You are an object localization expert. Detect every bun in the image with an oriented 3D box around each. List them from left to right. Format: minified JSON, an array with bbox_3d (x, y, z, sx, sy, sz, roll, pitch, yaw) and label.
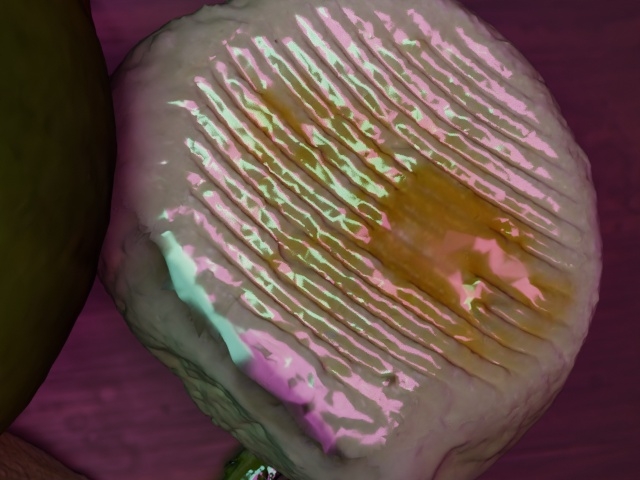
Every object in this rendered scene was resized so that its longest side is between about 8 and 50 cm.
[{"bbox_3d":[0.000,0.000,0.642,0.244,0.153,0.244,7,70,-19],"label":"bun"}]

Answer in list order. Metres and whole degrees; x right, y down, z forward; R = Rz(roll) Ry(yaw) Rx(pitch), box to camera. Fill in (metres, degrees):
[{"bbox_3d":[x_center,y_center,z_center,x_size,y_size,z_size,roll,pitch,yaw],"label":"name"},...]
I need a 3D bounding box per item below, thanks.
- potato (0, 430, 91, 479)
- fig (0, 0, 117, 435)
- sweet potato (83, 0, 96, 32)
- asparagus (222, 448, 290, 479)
[{"bbox_3d":[-0.162,0.138,0.665,0.100,0.089,0.172,-46,132,15],"label":"potato"},{"bbox_3d":[-0.234,-0.032,0.492,0.316,0.316,0.316,-1,94,-14],"label":"fig"},{"bbox_3d":[-0.147,-0.165,0.654,0.050,0.050,0.214,-30,106,-10],"label":"sweet potato"},{"bbox_3d":[-0.006,0.095,0.714,0.036,0.030,0.165,44,83,-3],"label":"asparagus"}]
